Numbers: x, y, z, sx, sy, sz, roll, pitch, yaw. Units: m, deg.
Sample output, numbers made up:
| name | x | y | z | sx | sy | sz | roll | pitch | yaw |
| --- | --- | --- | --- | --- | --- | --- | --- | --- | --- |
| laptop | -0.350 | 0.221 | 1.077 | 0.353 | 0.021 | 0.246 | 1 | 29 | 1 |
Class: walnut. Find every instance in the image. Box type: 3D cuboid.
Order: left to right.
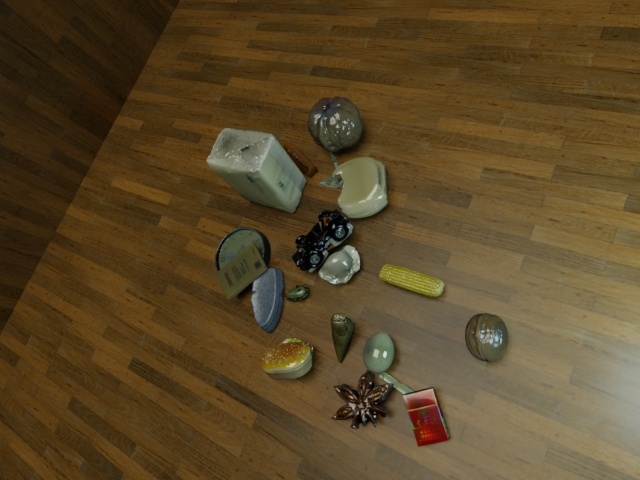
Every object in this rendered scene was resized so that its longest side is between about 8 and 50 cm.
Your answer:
| name | x | y | z | sx | sy | sz | roll | pitch | yaw |
| --- | --- | --- | --- | --- | --- | --- | --- | --- | --- |
| walnut | 0.066 | -0.514 | 2.086 | 0.248 | 0.248 | 0.248 | -9 | 67 | 22 |
| walnut | 0.564 | 0.327 | 1.590 | 0.140 | 0.140 | 0.162 | 5 | 58 | 26 |

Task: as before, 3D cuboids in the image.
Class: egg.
| name | x | y | z | sx | sy | sz | roll | pitch | yaw |
| --- | --- | --- | --- | --- | --- | --- | --- | --- | --- |
| egg | 0.216 | 0.413 | 1.725 | 0.114 | 0.114 | 0.152 | 8 | 66 | 27 |

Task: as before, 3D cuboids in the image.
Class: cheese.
| name | x | y | z | sx | sy | sz | roll | pitch | yaw |
| --- | --- | --- | --- | --- | --- | --- | --- | --- | --- |
| cheese | 0.174 | -0.227 | 1.983 | 0.233 | 0.127 | 0.266 | -7 | 67 | 23 |

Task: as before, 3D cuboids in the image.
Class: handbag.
| name | x | y | z | sx | sy | sz | roll | pitch | yaw |
| --- | --- | --- | --- | --- | --- | --- | --- | --- | --- |
| handbag | -0.100 | 0.227 | 1.980 | 0.111 | 0.047 | 0.072 | -20 | 63 | 14 |

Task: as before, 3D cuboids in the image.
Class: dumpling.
| name | x | y | z | sx | sy | sz | roll | pitch | yaw |
| --- | --- | --- | --- | --- | --- | --- | --- | --- | --- |
| dumpling | 0.084 | 0.108 | 1.916 | 0.188 | 0.108 | 0.127 | -38 | 86 | -9 |

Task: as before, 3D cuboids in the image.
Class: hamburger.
| name | x | y | z | sx | sy | sz | roll | pitch | yaw |
| --- | --- | --- | --- | --- | --- | --- | --- | --- | --- |
| hamburger | -0.131 | 0.466 | 1.844 | 0.210 | 0.173 | 0.116 | -8 | 105 | 23 |

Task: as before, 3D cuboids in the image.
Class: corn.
| name | x | y | z | sx | sy | sz | roll | pitch | yaw |
| --- | --- | --- | --- | --- | --- | --- | --- | --- | --- |
| corn | 0.348 | 0.152 | 1.784 | 0.248 | 0.081 | 0.081 | 17 | 78 | 29 |

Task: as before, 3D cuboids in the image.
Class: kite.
| name | x | y | z | sx | sy | sz | roll | pitch | yaw |
| --- | --- | --- | --- | --- | --- | --- | --- | --- | --- |
| kite | 0.082 | -0.320 | 2.129 | 0.229 | 0.012 | 0.250 | -29 | 60 | 11 |

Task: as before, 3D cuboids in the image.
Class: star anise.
| name | x | y | z | sx | sy | sz | roll | pitch | yaw |
| --- | --- | --- | --- | --- | --- | --- | --- | --- | --- |
| star anise | 0.151 | 0.583 | 1.707 | 0.220 | 0.099 | 0.214 | 5 | 59 | 31 |

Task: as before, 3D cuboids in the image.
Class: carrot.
| name | x | y | z | sx | sy | sz | roll | pitch | yaw |
| --- | --- | --- | --- | --- | --- | --- | --- | --- | --- |
| carrot | -0.106 | -0.386 | 2.207 | 0.067 | 0.067 | 0.225 | -45 | 61 | 3 |

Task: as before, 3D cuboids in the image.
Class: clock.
| name | x | y | z | sx | sy | sz | roll | pitch | yaw |
| --- | --- | --- | --- | --- | --- | --- | --- | --- | --- |
| clock | -0.363 | 0.070 | 2.157 | 0.280 | 0.055 | 0.280 | -9 | 67 | 21 |

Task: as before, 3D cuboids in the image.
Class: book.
| name | x | y | z | sx | sy | sz | roll | pitch | yaw |
| --- | --- | --- | --- | --- | --- | --- | --- | --- | --- |
| book | -0.349 | 0.135 | 2.062 | 0.231 | 0.026 | 0.161 | -39 | 54 | 10 |

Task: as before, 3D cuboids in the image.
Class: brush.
| name | x | y | z | sx | sy | sz | roll | pitch | yaw |
| --- | --- | --- | --- | --- | --- | --- | --- | --- | --- |
| brush | 0.291 | 0.530 | 1.696 | 0.178 | 0.030 | 0.033 | 28 | 103 | 34 |

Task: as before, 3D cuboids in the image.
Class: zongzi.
| name | x | y | z | sx | sy | sz | roll | pitch | yaw |
| --- | --- | --- | --- | --- | --- | --- | --- | --- | --- |
| zongzi | 0.072 | 0.370 | 1.783 | 0.078 | 0.160 | 0.176 | 6 | 72 | 22 |

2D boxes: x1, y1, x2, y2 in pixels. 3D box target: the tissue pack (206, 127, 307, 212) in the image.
| name | x | y | z | sx | sy | sz | roll | pitch | yaw |
| --- | --- | --- | --- | --- | --- | --- | --- | --- | --- |
| tissue pack | -0.272 | -0.309 | 2.073 | 0.297 | 0.380 | 0.207 | 14 | 73 | 29 |

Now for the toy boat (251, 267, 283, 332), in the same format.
| name | x | y | z | sx | sy | sz | roll | pitch | yaw |
| --- | --- | --- | --- | --- | --- | --- | --- | --- | --- |
| toy boat | -0.227 | 0.252 | 2.013 | 0.127 | 0.078 | 0.283 | -6 | 67 | 19 |

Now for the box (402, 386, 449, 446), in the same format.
| name | x | y | z | sx | sy | sz | roll | pitch | yaw |
| --- | --- | --- | --- | --- | --- | --- | --- | --- | --- |
| box | 0.362 | 0.603 | 1.601 | 0.112 | 0.048 | 0.175 | -21 | 77 | 17 |

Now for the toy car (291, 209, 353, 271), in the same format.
| name | x | y | z | sx | sy | sz | roll | pitch | yaw |
| --- | --- | --- | --- | --- | --- | --- | --- | --- | --- |
| toy car | 0.000 | 0.002 | 1.973 | 0.301 | 0.118 | 0.193 | -50 | 32 | 5 |
